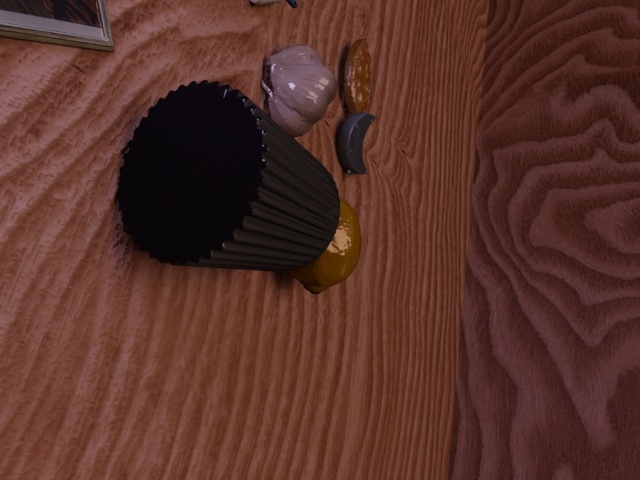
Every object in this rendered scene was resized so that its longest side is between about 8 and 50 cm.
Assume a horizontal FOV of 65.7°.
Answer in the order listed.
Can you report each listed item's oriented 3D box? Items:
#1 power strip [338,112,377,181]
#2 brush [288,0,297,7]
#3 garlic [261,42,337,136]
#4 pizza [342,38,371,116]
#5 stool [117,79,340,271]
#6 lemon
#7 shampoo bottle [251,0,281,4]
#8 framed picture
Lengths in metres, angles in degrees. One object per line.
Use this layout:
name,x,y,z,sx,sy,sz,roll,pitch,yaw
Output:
power strip,0.108,-0.284,1.509,0.137,0.044,0.216,0,103,-48
brush,-0.103,-0.634,1.234,0.164,0.014,0.051,24,69,-58
garlic,-0.039,-0.369,1.211,0.178,0.142,0.230,21,80,-59
pizza,0.107,-0.501,1.532,0.127,0.058,0.247,-11,102,-52
stool,-0.135,-0.081,0.903,0.330,0.296,0.298,21,71,-62
lemon,0.000,0.000,1.196,0.204,0.204,0.261,17,77,-58
shampoo bottle,-0.110,-0.599,1.175,0.152,0.045,0.077,-32,132,-50
framed picture,-0.408,-0.424,0.711,0.216,0.015,0.274,-23,109,-57
